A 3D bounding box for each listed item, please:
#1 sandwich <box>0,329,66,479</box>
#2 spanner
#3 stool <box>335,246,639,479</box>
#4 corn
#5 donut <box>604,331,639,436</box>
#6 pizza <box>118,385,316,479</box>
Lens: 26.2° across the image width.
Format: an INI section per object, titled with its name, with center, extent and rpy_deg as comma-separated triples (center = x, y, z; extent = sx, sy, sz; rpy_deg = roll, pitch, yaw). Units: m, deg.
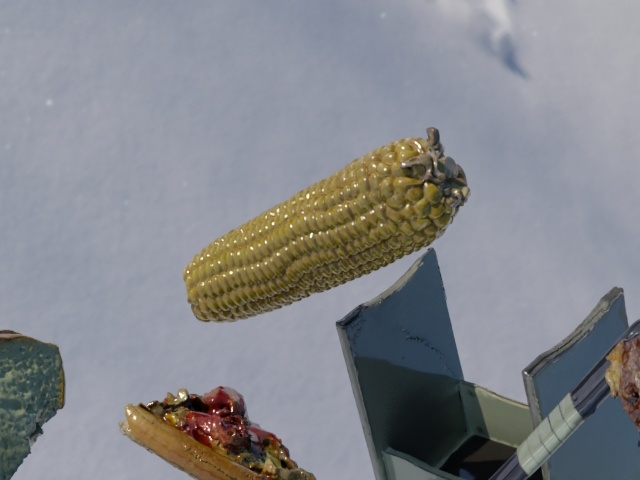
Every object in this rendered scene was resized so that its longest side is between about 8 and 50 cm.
[sandwich]
center = -0.428, 0.254, 1.709
extent = 0.254, 0.099, 0.289
rpy_deg = 6, 75, -51
[spanner]
center = 0.171, 0.179, 1.156
extent = 0.024, 0.316, 0.087
rpy_deg = 40, 7, -17
[stool]
center = 0.183, 0.176, 1.415
extent = 0.170, 0.243, 0.270
rpy_deg = -37, 126, -36
[corn]
center = 0.000, 0.000, 1.301
extent = 0.106, 0.305, 0.106
rpy_deg = 43, 31, -35
[donut]
center = 0.321, 0.159, 0.978
extent = 0.112, 0.151, 0.295
rpy_deg = 5, 46, -25
[pizza]
center = -0.091, 0.171, 1.249
extent = 0.201, 0.053, 0.193
rpy_deg = 26, 9, -19
